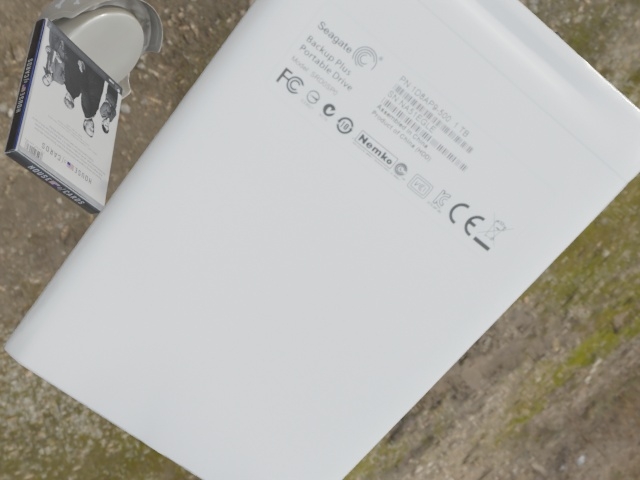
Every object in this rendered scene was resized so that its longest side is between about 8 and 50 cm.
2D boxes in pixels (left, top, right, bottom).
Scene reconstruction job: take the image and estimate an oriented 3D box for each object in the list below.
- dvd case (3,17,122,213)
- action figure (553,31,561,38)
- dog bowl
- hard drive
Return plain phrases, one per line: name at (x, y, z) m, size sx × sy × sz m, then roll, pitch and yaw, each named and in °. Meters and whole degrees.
dvd case at (-0.373, -0.182, 1.064) m, size 0.029 × 0.239 × 0.179 m, roll -12°, pitch 150°, yaw 21°
action figure at (0.171, -0.105, 0.785) m, size 0.141 × 0.164 × 0.276 m, roll 36°, pitch 76°, yaw -53°
dog bowl at (-0.567, -0.484, 1.790) m, size 0.348 × 0.102 × 0.349 m, roll -38°, pitch 161°, yaw -16°
hard drive at (0.000, 0.000, 0.444) m, size 0.233 × 0.047 × 0.353 m, roll 37°, pitch 105°, yaw -12°
